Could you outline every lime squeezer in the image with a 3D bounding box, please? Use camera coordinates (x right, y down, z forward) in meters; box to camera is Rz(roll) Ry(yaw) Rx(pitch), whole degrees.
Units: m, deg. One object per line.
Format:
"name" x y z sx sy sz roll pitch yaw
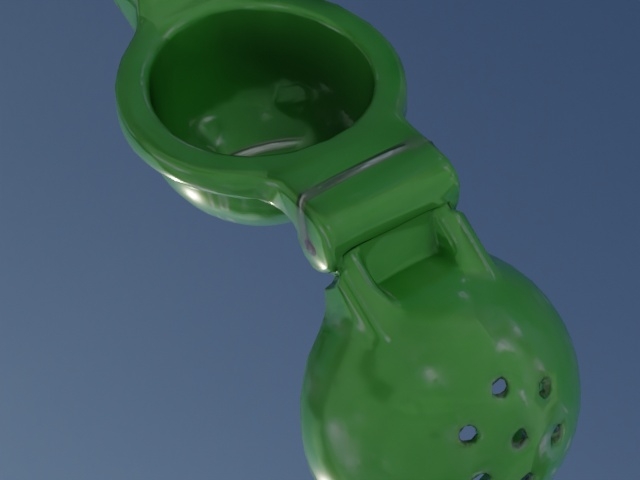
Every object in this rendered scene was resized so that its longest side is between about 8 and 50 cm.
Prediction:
"lime squeezer" 0.000 0.000 0.376 0.059 0.110 0.310 -30 -92 -7
